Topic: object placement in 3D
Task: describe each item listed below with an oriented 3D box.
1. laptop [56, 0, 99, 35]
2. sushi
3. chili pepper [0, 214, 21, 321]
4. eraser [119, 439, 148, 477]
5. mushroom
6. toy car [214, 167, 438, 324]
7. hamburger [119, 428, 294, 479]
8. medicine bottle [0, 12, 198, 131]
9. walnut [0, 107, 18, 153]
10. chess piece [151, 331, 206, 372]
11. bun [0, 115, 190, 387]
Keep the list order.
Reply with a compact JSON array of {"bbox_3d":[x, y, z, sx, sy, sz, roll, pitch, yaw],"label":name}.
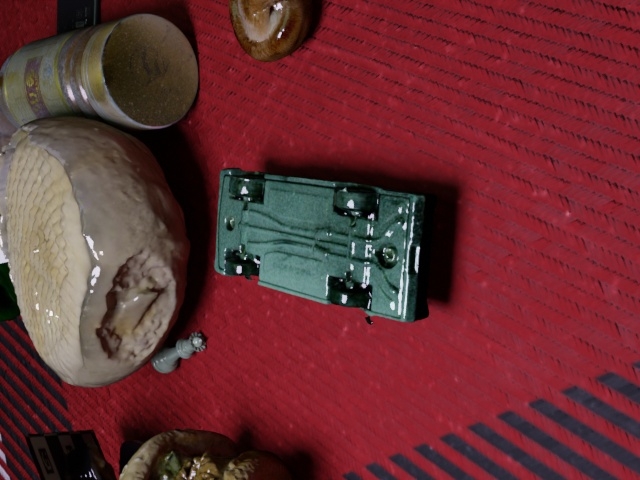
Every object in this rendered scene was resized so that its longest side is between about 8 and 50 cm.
[{"bbox_3d":[-0.381,-0.364,1.605,0.129,0.016,0.180,7,96,47],"label":"laptop"},{"bbox_3d":[-0.242,0.391,1.316,0.359,0.064,0.343,89,158,-80],"label":"sushi"},{"bbox_3d":[-0.473,0.055,1.620,0.174,0.261,0.165,-20,47,7],"label":"chili pepper"},{"bbox_3d":[-0.209,0.340,1.434,0.225,0.036,0.082,5,96,48],"label":"eraser"},{"bbox_3d":[-0.063,-0.273,1.203,0.127,0.087,0.127,-2,88,45],"label":"mushroom"},{"bbox_3d":[0.000,0.000,1.139,0.321,0.097,0.141,12,101,46],"label":"toy car"},{"bbox_3d":[-0.125,0.316,1.214,0.168,0.288,0.192,6,57,22],"label":"hamburger"},{"bbox_3d":[-0.325,-0.223,1.448,0.322,0.151,0.151,2,93,48],"label":"medicine bottle"},{"bbox_3d":[-0.538,-0.133,1.661,0.224,0.224,0.224,3,95,48],"label":"walnut"},{"bbox_3d":[-0.192,0.151,1.406,0.093,0.042,0.042,-27,72,40],"label":"chess piece"},{"bbox_3d":[-0.294,0.007,1.388,0.364,0.202,0.364,21,116,51],"label":"bun"}]
